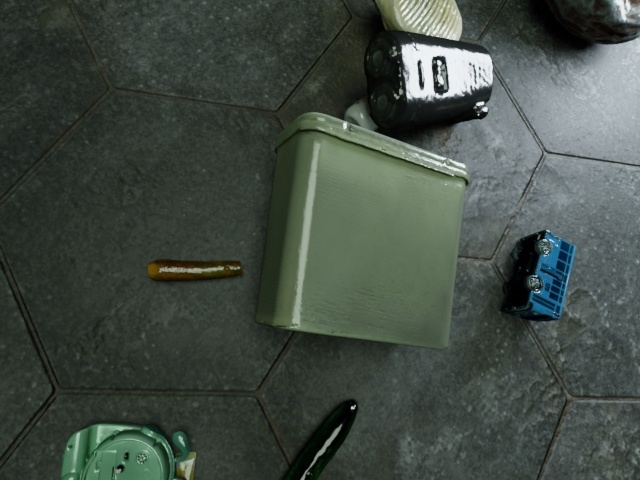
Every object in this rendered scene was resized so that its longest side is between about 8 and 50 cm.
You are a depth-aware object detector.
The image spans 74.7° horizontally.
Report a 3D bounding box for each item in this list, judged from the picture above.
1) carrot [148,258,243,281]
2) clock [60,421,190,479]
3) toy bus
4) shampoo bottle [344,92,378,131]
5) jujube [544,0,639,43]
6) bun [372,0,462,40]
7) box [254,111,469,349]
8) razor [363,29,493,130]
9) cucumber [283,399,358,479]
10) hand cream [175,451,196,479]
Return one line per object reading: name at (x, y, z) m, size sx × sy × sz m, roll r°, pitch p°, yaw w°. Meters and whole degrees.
carrot at (-0.229, 0.053, 0.778) m, size 0.170 × 0.042 × 0.042 m, roll -1°, pitch 77°, yaw -15°
clock at (-0.308, 0.370, 0.670) m, size 0.188 × 0.060 × 0.148 m, roll 0°, pitch 77°, yaw -11°
toy bus at (0.470, 0.082, 0.899) m, size 0.106 × 0.090 × 0.185 m, roll 26°, pitch 72°, yaw -8°
shampoo bottle at (0.137, -0.303, 0.926) m, size 0.192 × 0.074 × 0.074 m, roll -41°, pitch 88°, yaw -19°
jujube at (0.730, -0.640, 1.060) m, size 0.308 × 0.215 × 0.246 m, roll 35°, pitch 109°, yaw -15°
bun at (0.214, -0.510, 0.970) m, size 0.237 × 0.116 × 0.210 m, roll 22°, pitch 74°, yaw -22°
box at (0.077, 0.000, 0.751) m, size 0.351 × 0.177 × 0.344 m, roll 13°, pitch 78°, yaw -24°
razor at (0.232, -0.333, 0.882) m, size 0.326 × 0.107 × 0.189 m, roll -14°, pitch 104°, yaw -34°
cucumber at (-0.019, 0.399, 0.734) m, size 0.056 × 0.056 × 0.284 m, roll 39°, pitch 67°, yaw -1°
hand cream at (-0.228, 0.411, 0.702) m, size 0.035 × 0.022 × 0.102 m, roll -1°, pitch 73°, yaw -5°
